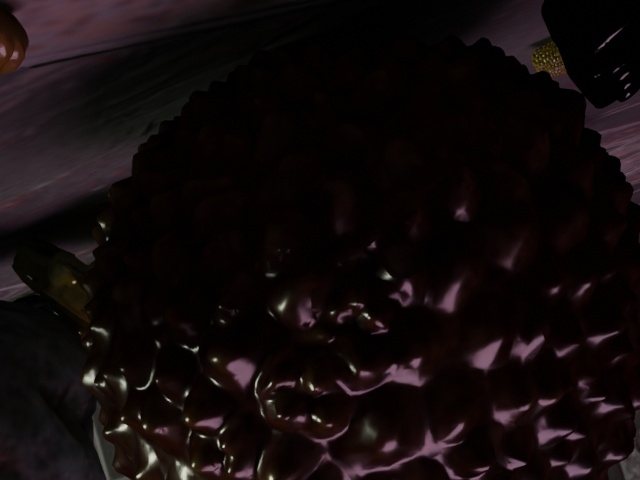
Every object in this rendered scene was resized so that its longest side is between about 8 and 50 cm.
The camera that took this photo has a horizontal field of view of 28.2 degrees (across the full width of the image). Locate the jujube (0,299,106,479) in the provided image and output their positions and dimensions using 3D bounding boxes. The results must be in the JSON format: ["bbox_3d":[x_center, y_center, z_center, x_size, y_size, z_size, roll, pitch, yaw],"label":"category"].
[{"bbox_3d":[-0.308,0.147,0.902,0.308,0.215,0.246,2,169,-16],"label":"jujube"}]

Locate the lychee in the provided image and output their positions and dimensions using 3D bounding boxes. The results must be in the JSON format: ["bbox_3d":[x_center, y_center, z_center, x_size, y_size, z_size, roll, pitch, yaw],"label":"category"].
[{"bbox_3d":[0.025,0.036,0.653,0.306,0.306,0.330,-15,151,-21],"label":"lychee"}]

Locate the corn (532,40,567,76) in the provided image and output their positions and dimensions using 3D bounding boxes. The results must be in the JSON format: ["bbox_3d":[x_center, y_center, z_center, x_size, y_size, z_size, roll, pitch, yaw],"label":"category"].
[{"bbox_3d":[0.175,-0.124,0.806,0.083,0.027,0.028,-17,158,23],"label":"corn"}]

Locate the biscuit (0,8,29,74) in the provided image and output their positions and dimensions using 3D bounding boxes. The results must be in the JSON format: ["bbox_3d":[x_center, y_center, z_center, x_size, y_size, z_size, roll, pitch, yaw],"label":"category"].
[{"bbox_3d":[-0.224,-0.039,0.425,0.229,0.031,0.176,-19,173,13],"label":"biscuit"}]

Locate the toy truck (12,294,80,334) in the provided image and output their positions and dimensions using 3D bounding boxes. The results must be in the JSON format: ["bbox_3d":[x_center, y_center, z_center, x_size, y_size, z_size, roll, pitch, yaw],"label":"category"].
[{"bbox_3d":[-0.250,0.108,1.316,0.113,0.126,0.208,-12,173,-45],"label":"toy truck"}]

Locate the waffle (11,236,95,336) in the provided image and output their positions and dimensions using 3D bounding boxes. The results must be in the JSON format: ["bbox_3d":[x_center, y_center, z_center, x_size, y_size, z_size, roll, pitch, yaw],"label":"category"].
[{"bbox_3d":[-0.080,0.093,0.981,0.297,0.073,0.317,14,166,31],"label":"waffle"}]

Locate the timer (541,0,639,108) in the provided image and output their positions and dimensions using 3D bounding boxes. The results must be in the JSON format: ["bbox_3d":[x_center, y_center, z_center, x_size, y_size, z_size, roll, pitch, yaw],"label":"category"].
[{"bbox_3d":[0.162,-0.124,0.553,0.144,0.055,0.187,-40,170,10],"label":"timer"}]
